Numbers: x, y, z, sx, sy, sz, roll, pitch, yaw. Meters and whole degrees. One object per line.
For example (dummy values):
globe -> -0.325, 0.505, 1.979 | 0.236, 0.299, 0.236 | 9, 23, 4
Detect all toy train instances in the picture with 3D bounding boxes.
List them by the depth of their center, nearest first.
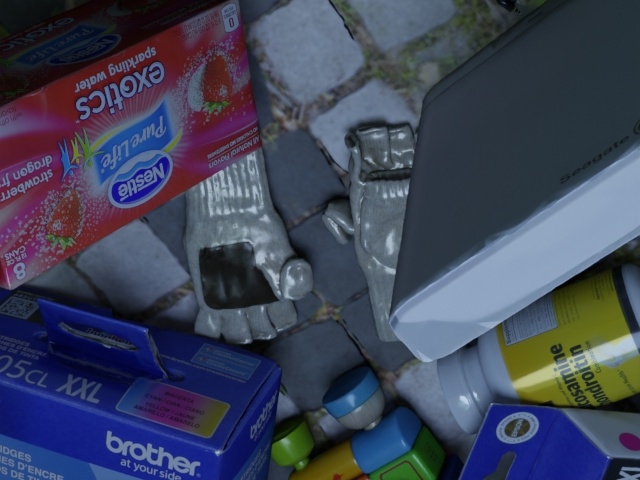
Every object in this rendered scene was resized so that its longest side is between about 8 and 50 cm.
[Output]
toy train -> -0.005, 0.225, 1.266 | 0.248, 0.105, 0.143 | -33, 97, 25

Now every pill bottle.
pill bottle -> 0.195, 0.096, 1.162 | 0.184, 0.103, 0.103 | -24, 112, 18

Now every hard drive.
hard drive -> 0.157, -0.081, 0.929 | 0.233, 0.353, 0.047 | -35, 108, 22

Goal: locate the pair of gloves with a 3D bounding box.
pair of gloves -> 0.000, 0.000, 1.171 | 0.240, 0.042, 0.204 | 1, 118, 6

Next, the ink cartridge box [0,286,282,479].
ink cartridge box -> -0.193, 0.212, 1.225 | 0.270, 0.151, 0.395 | 15, 118, 12

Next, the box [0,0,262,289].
box -> -0.176, -0.085, 1.019 | 0.122, 0.257, 0.128 | 16, 126, 40

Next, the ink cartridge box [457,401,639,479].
ink cartridge box -> 0.294, 0.229, 1.182 | 0.371, 0.069, 0.176 | 7, 125, -13

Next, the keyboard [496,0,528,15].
keyboard -> 0.091, -0.283, 1.016 | 0.317, 0.033, 0.201 | 16, 112, 0
